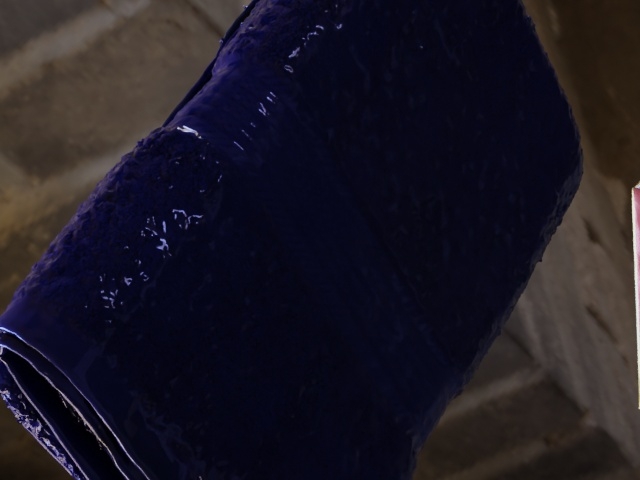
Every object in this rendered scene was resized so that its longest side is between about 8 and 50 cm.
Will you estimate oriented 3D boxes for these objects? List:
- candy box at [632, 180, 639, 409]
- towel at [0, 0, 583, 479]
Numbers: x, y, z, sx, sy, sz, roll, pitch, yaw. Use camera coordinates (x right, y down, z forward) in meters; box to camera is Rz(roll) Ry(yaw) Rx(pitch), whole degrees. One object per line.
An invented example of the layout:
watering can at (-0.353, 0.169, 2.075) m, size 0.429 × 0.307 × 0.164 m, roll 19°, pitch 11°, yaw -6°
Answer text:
candy box at (0.451, 0.016, 1.656) m, size 0.122 × 0.268 × 0.317 m, roll 6°, pitch 25°, yaw 27°
towel at (0.000, 0.000, 0.652) m, size 0.076 × 0.227 × 0.308 m, roll 9°, pitch 52°, yaw 40°
